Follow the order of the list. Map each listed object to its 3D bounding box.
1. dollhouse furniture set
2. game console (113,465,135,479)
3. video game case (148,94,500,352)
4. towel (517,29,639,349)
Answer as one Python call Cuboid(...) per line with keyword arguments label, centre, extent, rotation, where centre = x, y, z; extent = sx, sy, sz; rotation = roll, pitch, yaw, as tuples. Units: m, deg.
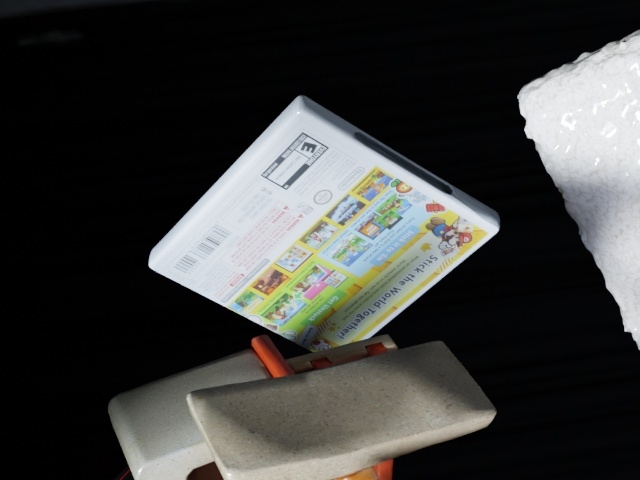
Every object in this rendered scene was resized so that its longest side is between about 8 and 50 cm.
Cuboid(label="dollhouse furniture set", centre=(0.018, 0.146, 0.495), extent=(0.259, 0.135, 0.262), rotation=(-126, 31, -50))
Cuboid(label="game console", centre=(-0.219, 0.289, 0.895), extent=(0.060, 0.386, 0.342), rotation=(43, 178, -1))
Cuboid(label="video game case", centre=(0.000, 0.000, 1.102), extent=(0.227, 0.206, 0.026), rotation=(-43, 29, 36))
Cuboid(label="towel", centre=(0.227, 0.017, 0.587), extent=(0.282, 0.187, 0.049), rotation=(58, -150, -16))
